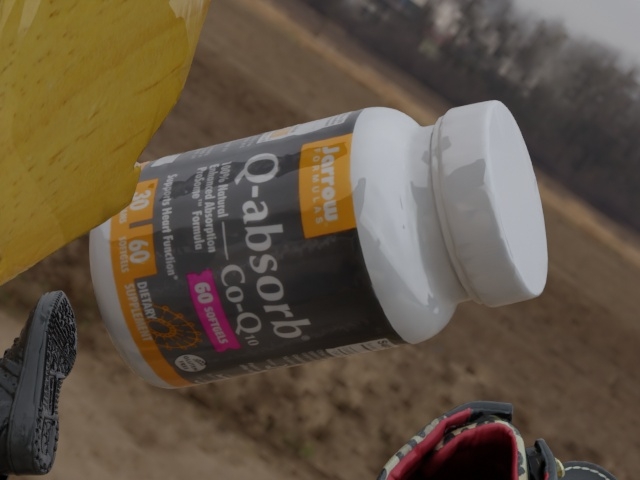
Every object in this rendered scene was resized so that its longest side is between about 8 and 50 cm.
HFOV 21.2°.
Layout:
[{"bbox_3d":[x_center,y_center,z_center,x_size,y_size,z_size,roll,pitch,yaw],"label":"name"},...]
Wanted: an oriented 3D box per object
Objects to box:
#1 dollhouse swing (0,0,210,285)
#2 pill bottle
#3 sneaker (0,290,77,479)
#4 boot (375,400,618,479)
[{"bbox_3d":[-0.230,-0.189,0.798,0.305,0.347,0.315,24,23,12],"label":"dollhouse swing"},{"bbox_3d":[0.000,0.000,1.144,0.162,0.278,0.162,-13,90,-70],"label":"pill bottle"},{"bbox_3d":[-0.215,0.106,1.117,0.051,0.089,0.170,69,18,-47],"label":"sneaker"},{"bbox_3d":[0.086,0.137,0.771,0.085,0.179,0.236,34,47,24],"label":"boot"}]
